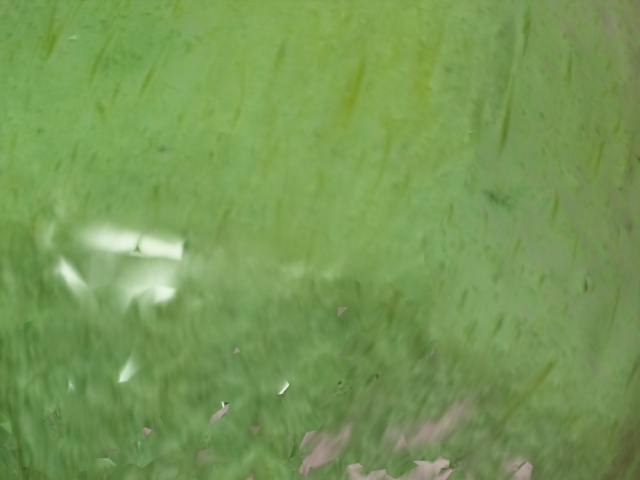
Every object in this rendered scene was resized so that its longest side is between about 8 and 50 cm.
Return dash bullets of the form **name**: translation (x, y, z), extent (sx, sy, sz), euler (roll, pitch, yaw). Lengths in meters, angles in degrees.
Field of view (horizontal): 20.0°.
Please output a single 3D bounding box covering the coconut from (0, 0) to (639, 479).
- **coconut**: translation (-0.027, 0.002, 0.598), extent (0.281, 0.328, 0.328), euler (36, 116, -29)
